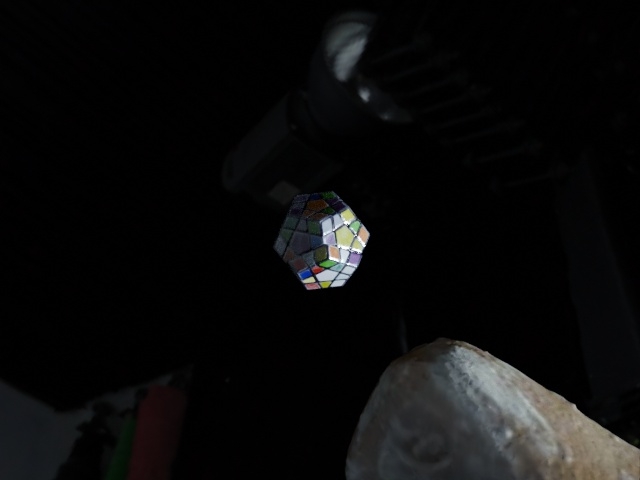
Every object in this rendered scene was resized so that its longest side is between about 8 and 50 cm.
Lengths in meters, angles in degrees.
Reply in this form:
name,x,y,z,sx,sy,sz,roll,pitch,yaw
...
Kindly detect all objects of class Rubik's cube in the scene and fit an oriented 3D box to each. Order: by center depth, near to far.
name,x,y,z,sx,sy,sz,roll,pitch,yaw
Rubik's cube,0.000,0.000,0.929,0.111,0.111,0.093,-32,-127,36

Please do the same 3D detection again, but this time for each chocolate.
name,x,y,z,sx,sy,sz,roll,pitch,yaw
chocolate,0.132,0.187,0.618,0.080,0.254,0.157,-12,130,-62
